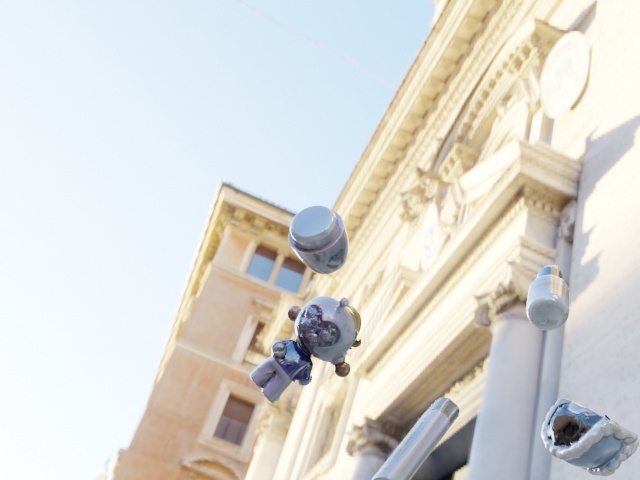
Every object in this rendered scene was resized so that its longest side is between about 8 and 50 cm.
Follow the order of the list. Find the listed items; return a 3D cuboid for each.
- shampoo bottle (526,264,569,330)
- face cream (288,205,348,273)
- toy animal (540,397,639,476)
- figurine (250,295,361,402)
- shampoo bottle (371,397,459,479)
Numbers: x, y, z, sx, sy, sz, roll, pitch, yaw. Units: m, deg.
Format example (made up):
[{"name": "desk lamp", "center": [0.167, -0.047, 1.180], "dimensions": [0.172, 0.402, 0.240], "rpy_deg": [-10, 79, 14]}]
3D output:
[{"name": "shampoo bottle", "center": [0.421, 0.094, 1.433], "dimensions": [0.074, 0.192, 0.074], "rpy_deg": [7, -65, 16]}, {"name": "face cream", "center": [0.000, 0.000, 1.225], "dimensions": [0.091, 0.091, 0.095], "rpy_deg": [0, -40, 24]}, {"name": "toy animal", "center": [0.681, 0.508, 1.982], "dimensions": [0.204, 0.156, 0.208], "rpy_deg": [31, -3, -20]}, {"name": "figurine", "center": [-0.039, 0.227, 1.711], "dimensions": [0.274, 0.194, 0.133], "rpy_deg": [-22, -22, 10]}, {"name": "shampoo bottle", "center": [0.180, 0.393, 1.475], "dimensions": [0.056, 0.227, 0.086], "rpy_deg": [42, -39, 9]}]
